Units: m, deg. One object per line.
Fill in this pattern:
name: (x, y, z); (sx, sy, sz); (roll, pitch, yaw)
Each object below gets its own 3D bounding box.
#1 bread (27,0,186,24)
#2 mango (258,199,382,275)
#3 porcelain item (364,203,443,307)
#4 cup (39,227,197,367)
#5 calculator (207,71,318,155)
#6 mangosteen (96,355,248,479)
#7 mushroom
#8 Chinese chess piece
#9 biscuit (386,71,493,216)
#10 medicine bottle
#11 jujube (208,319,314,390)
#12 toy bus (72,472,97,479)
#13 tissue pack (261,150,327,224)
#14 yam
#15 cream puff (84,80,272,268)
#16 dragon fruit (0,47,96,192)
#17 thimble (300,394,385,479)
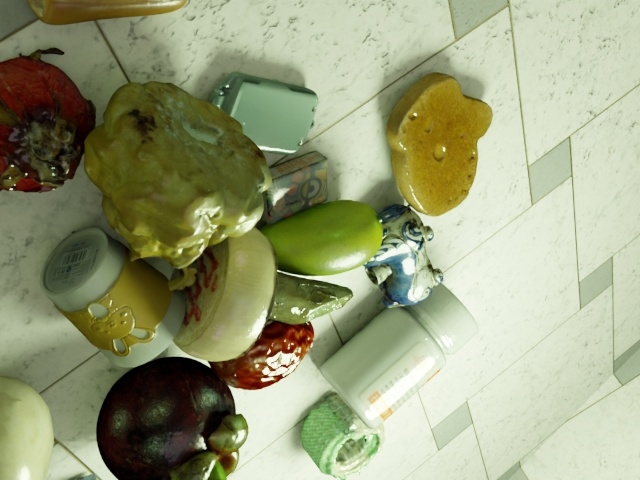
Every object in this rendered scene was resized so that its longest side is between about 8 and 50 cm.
bread: (-0.311, -0.372, 1.221); (0.239, 0.074, 0.093); (-17, 136, -29)
mango: (0.007, 0.001, 1.700); (0.273, 0.185, 0.149); (-15, 108, -31)
porcelain item: (0.172, 0.048, 1.914); (0.186, 0.138, 0.288); (-29, 135, -13)
cup: (-0.349, 0.084, 1.466); (0.241, 0.185, 0.226); (-32, 133, 7)
calculator: (-0.105, -0.231, 1.525); (0.246, 0.045, 0.141); (2, 120, -41)
mangosteen: (-0.307, 0.391, 1.673); (0.300, 0.300, 0.300); (-22, 134, -25)
mushroom: (-0.641, 0.380, 1.415); (0.336, 0.314, 0.314); (5, 121, -13)
Chinese chess piece: (-0.188, 0.092, 1.543); (0.112, 0.270, 0.270); (18, 110, -31)
biscuit: (0.269, -0.222, 1.821); (0.287, 0.057, 0.344); (-43, 135, -18)
medicine bottle: (0.198, 0.277, 2.058); (0.371, 0.211, 0.211); (-40, 139, -8)
jujube: (-0.124, 0.214, 1.745); (0.290, 0.197, 0.197); (-4, 127, -61)
toy bus: (-0.530, 0.675, 1.854); (0.135, 0.109, 0.330); (-13, 130, -20)
tissue pack: (-0.056, -0.108, 1.653); (0.148, 0.060, 0.109); (-23, 133, -25)
yam: (-0.049, 0.118, 1.657); (0.259, 0.106, 0.106); (16, 111, -37)
cream puff: (-0.252, -0.085, 1.341); (0.291, 0.324, 0.257); (31, 121, -14)
dragon fruit: (-0.433, -0.151, 1.238); (0.223, 0.148, 0.218); (-34, 137, -15)
thimble: (0.061, 0.517, 2.182); (0.219, 0.150, 0.219); (-22, 135, -25)
